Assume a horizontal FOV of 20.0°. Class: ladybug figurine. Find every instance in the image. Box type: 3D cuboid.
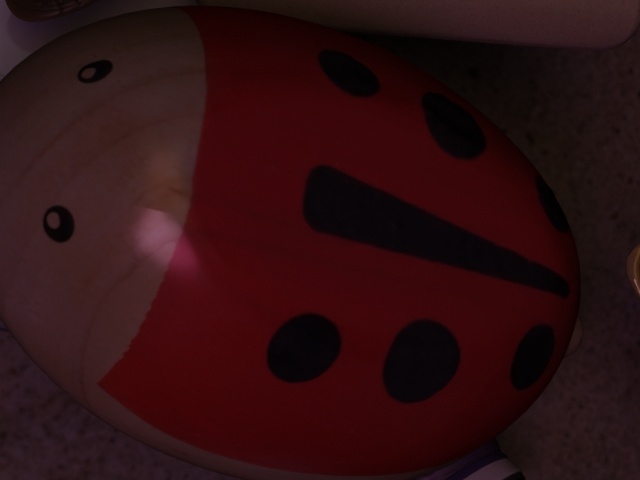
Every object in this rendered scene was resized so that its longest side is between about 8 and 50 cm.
[{"bbox_3d":[0.000,0.000,1.150,0.449,0.162,0.305,15,73,-29],"label":"ladybug figurine"}]

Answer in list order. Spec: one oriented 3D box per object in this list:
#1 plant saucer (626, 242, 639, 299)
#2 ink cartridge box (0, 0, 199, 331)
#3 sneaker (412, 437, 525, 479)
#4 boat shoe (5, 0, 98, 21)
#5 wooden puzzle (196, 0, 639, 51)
[{"bbox_3d":[0.413,0.077,1.344,0.332,0.081,0.333,-30,94,-16],"label":"plant saucer"},{"bbox_3d":[-0.159,-0.090,1.277,0.223,0.129,0.308,10,74,-9],"label":"ink cartridge box"},{"bbox_3d":[-0.006,0.194,1.265,0.283,0.107,0.124,-28,69,-20],"label":"sneaker"},{"bbox_3d":[-0.146,-0.182,1.212,0.135,0.045,0.050,-28,83,-7],"label":"boat shoe"},{"bbox_3d":[0.071,-0.315,1.281,0.322,0.080,0.348,3,70,-11],"label":"wooden puzzle"}]
